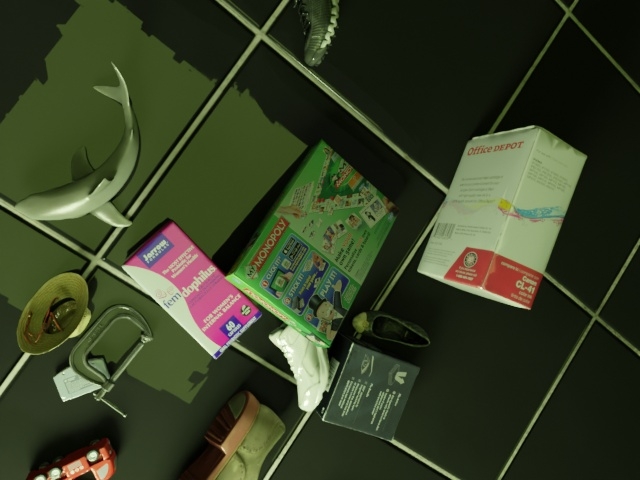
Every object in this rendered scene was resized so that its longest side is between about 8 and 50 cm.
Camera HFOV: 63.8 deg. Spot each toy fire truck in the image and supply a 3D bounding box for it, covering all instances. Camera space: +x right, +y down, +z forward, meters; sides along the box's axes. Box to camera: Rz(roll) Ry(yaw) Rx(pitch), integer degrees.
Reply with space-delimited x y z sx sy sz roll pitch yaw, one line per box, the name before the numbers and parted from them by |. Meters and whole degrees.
toy fire truck | -0.434 0.441 0.881 0.192 0.047 0.135 -22 101 -16

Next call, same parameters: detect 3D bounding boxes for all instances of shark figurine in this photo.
shark figurine | -0.346 -0.126 0.832 0.166 0.116 0.278 31 86 -19

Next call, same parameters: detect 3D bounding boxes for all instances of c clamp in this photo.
c clamp | -0.352 0.200 0.893 0.137 0.022 0.160 34 73 -12

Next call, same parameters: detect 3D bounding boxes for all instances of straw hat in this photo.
straw hat | -0.420 0.128 0.849 0.144 0.144 0.061 -50 144 -8

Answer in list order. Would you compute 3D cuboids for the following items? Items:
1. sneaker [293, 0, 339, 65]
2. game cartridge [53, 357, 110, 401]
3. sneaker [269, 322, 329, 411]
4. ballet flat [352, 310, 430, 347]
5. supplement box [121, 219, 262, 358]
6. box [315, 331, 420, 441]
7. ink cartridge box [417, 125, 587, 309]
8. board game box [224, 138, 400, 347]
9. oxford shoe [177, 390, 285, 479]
sneaker | -0.016 -0.435 0.933 0.106 0.078 0.234 14 86 -16
game cartridge | -0.411 0.237 0.889 0.083 0.017 0.056 -19 103 -16
sneaker | -0.042 0.205 0.977 0.115 0.090 0.232 3 85 -11
ballet flat | 0.145 0.179 1.045 0.173 0.049 0.057 15 89 -18
supplement box | -0.221 0.080 0.888 0.111 0.114 0.220 -44 104 -10
box | 0.086 0.286 1.012 0.158 0.093 0.156 23 87 -17
ink cartridge box | 0.342 -0.045 0.999 0.131 0.226 0.306 24 88 -19
board game box | 0.000 0.000 0.931 0.213 0.046 0.317 39 62 -16
oxford shoe | -0.183 0.450 0.908 0.130 0.123 0.348 41 73 -21
